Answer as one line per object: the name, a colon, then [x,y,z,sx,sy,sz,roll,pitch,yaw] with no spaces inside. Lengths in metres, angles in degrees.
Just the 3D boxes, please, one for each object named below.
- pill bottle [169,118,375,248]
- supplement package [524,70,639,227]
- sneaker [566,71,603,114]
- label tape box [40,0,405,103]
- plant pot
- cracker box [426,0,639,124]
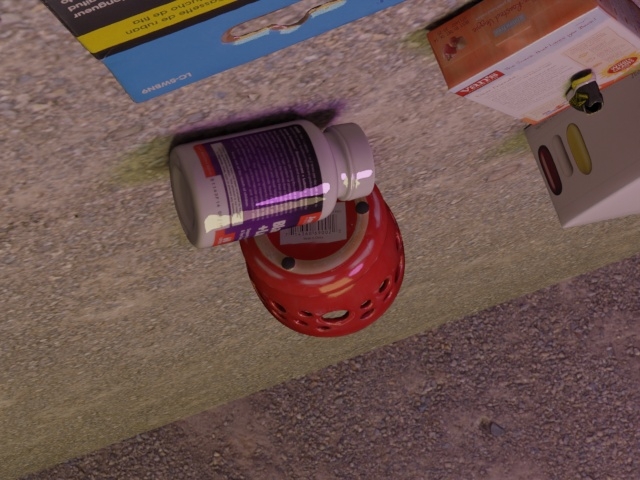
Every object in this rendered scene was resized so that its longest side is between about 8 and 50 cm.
pill bottle: [-0.048,-0.064,1.127,0.193,0.108,0.108,-14,165,-18]
supplement package: [0.424,-0.141,1.369,0.204,0.145,0.262,-10,163,-30]
sneaker: [0.268,-0.141,1.116,0.031,0.035,0.083,-21,166,10]
label tape box: [-0.053,-0.211,0.574,0.240,0.106,0.333,-20,166,3]
plant pot: [0.000,0.000,1.287,0.191,0.191,0.174,-19,157,0]
cracker box: [0.226,-0.191,1.084,0.156,0.067,0.232,-27,165,26]
